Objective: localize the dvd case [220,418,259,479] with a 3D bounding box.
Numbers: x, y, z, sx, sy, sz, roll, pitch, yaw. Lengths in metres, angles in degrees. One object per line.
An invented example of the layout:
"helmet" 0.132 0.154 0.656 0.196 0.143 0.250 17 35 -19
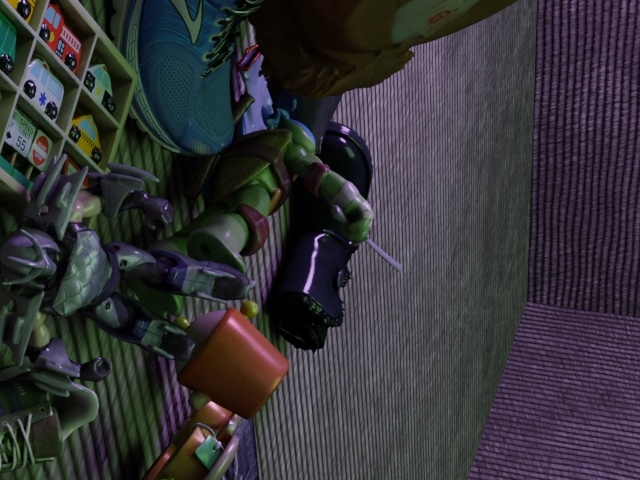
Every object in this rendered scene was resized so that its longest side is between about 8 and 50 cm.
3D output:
"dvd case" -0.113 0.277 1.639 0.164 0.018 0.221 -61 153 -52

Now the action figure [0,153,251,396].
"action figure" -0.169 0.032 1.105 0.185 0.099 0.285 -61 157 1

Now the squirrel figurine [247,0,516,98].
"squirrel figurine" 0.014 -0.358 1.346 0.281 0.397 0.370 -18 76 -36

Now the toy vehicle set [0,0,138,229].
"toy vehicle set" -0.225 -0.113 1.058 0.267 0.035 0.166 54 47 -66

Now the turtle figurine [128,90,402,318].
"turtle figurine" -0.053 0.009 1.383 0.266 0.198 0.274 -42 141 -50

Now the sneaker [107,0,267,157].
"sneaker" -0.104 -0.214 1.215 0.129 0.147 0.330 -62 155 -48

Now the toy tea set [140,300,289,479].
"toy tea set" -0.155 0.194 1.353 0.200 0.124 0.336 -51 -177 32

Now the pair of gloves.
"pair of gloves" -0.097 -0.111 1.497 0.198 0.023 0.159 -57 152 -46

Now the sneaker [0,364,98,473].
"sneaker" -0.239 0.144 1.046 0.192 0.086 0.064 -35 131 -67

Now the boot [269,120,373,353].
"boot" 0.000 0.000 1.743 0.246 0.094 0.207 89 15 -48

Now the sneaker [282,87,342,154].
"sneaker" -0.004 -0.193 1.702 0.222 0.083 0.118 -52 157 -57
